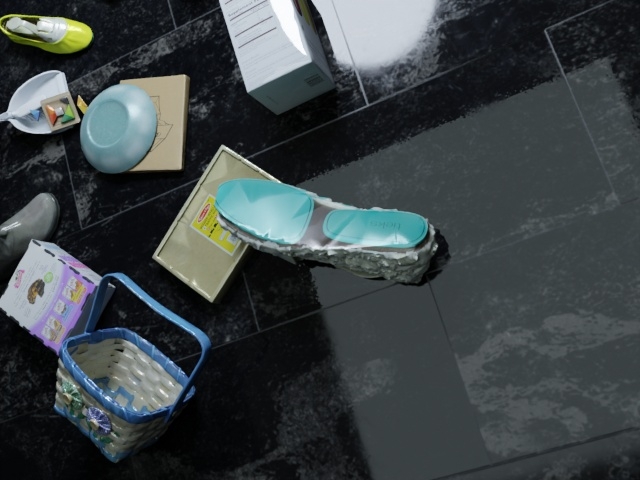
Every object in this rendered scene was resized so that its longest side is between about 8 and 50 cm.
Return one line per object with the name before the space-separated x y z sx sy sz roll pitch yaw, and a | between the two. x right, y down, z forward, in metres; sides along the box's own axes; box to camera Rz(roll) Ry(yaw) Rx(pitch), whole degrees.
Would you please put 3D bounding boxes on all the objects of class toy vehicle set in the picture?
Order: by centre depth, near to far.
toy vehicle set | -0.193 -0.032 1.246 0.166 0.035 0.267 35 94 20

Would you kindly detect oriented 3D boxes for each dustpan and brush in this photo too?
dustpan and brush | -0.662 -0.285 1.428 0.211 0.060 0.147 -21 77 15

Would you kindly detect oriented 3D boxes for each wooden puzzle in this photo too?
wooden puzzle | -0.565 -0.281 1.392 0.116 0.014 0.079 -27 93 -3

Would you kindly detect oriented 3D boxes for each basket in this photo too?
basket | -0.344 0.237 1.173 0.254 0.201 0.289 31 103 21

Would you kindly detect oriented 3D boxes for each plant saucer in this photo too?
plant saucer | -0.433 -0.238 1.334 0.194 0.037 0.195 -3 82 19

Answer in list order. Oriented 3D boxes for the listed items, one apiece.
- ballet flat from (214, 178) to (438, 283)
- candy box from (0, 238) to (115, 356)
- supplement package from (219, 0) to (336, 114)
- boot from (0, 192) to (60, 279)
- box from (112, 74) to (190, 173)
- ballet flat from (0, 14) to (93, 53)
ballet flat | 0.000 0.000 1.123 0.408 0.147 0.147 14 87 18
candy box | -0.550 0.117 1.330 0.196 0.070 0.165 31 93 19
supplement package | -0.085 -0.388 1.204 0.133 0.139 0.244 -21 77 16
boot | -0.672 -0.008 1.340 0.246 0.161 0.083 -47 72 8
box | -0.353 -0.242 1.338 0.164 0.021 0.201 0 82 19
ballet flat | -0.621 -0.467 1.430 0.230 0.077 0.077 12 86 20
